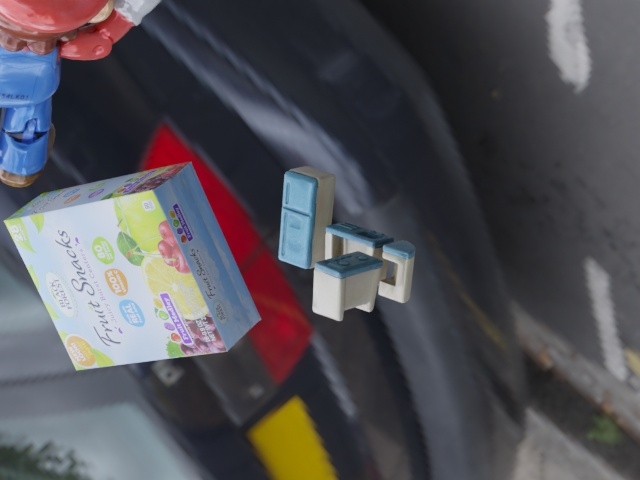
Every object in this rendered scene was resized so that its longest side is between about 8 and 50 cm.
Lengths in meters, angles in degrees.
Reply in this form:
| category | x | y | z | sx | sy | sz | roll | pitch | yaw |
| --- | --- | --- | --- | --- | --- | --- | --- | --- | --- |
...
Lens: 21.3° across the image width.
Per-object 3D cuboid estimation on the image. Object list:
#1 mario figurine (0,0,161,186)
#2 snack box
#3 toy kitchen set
| category | x | y | z | sx | sy | sz | roll | pitch | yaw |
| --- | --- | --- | --- | --- | --- | --- | --- | --- | --- |
| mario figurine | -0.258 | -0.195 | 1.462 | 0.170 | 0.198 | 0.320 | 45 | 137 | 12 |
| snack box | -0.182 | 0.029 | 1.635 | 0.207 | 0.070 | 0.174 | -10 | 111 | 39 |
| toy kitchen set | 0.000 | 0.000 | 2.073 | 0.207 | 0.166 | 0.122 | 18 | 111 | 38 |
